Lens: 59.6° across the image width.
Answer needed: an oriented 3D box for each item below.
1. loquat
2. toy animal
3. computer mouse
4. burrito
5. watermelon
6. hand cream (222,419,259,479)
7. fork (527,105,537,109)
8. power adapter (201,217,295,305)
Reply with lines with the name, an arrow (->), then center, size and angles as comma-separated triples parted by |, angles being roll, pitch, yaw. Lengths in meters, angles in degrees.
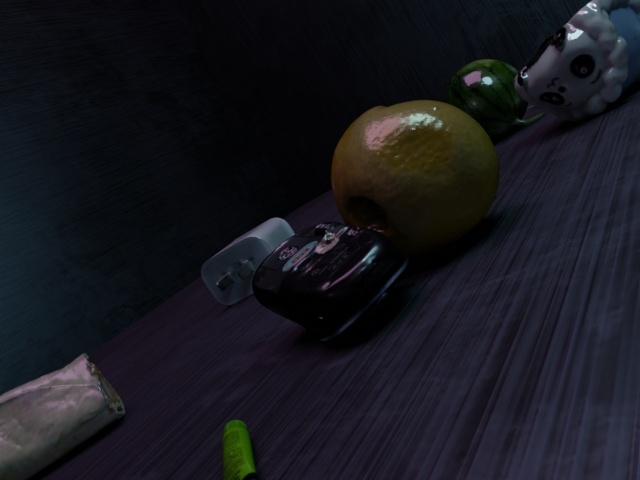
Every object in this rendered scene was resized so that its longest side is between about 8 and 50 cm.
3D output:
loquat -> 0.116, -0.083, 0.705 | 0.213, 0.213, 0.213 | -31, 7, 4
toy animal -> 0.454, -0.298, 0.948 | 0.204, 0.156, 0.208 | -39, -7, -29
computer mouse -> 0.010, 0.050, 0.654 | 0.137, 0.096, 0.233 | -46, 24, -15
burrito -> -0.454, 0.296, 0.844 | 0.299, 0.143, 0.105 | -29, -26, -11
watermelon -> 0.389, -0.315, 1.295 | 0.188, 0.214, 0.188 | -27, -31, -18
hand cream -> -0.064, 0.170, 0.429 | 0.036, 0.023, 0.122 | -53, 10, -4
fork -> 0.543, -0.343, 1.455 | 0.012, 0.016, 0.115 | -55, 11, -7
power adapter -> -0.169, 0.054, 1.316 | 0.187, 0.124, 0.255 | -30, 6, 19
